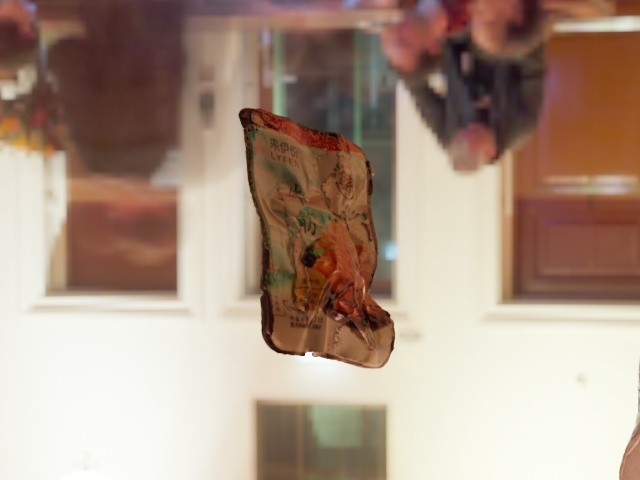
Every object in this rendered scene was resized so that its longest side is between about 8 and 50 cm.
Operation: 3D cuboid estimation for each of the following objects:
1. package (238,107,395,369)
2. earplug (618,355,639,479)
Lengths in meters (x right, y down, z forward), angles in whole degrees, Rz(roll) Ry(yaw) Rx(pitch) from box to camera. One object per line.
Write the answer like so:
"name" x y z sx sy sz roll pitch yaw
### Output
"package" 0.000 0.000 1.517 0.040 0.232 0.166 -24 150 39
"earplug" 0.391 0.150 1.761 0.172 0.172 0.301 0 -149 11
